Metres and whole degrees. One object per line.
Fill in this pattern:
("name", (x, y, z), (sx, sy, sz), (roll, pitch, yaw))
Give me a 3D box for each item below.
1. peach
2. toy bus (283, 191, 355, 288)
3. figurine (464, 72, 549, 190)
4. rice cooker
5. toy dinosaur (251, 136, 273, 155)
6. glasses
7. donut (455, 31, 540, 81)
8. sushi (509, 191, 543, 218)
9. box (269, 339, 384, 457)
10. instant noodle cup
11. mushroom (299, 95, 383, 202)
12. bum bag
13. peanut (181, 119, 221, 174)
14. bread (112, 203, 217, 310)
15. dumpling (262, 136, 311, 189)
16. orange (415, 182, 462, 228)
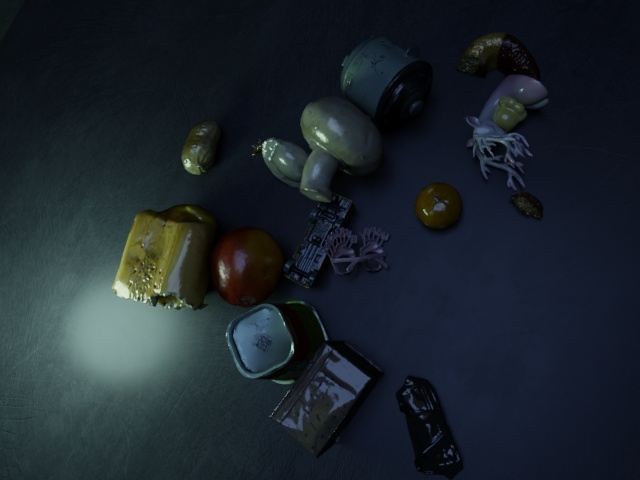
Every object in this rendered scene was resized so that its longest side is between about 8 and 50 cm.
("peach", (-0.253, 0.095, 1.748), (0.280, 0.238, 0.281), (-3, 78, 14))
("toy bus", (0.000, 0.000, 1.754), (0.121, 0.123, 0.336), (25, 87, 18))
("figurine", (0.601, -0.357, 1.615), (0.284, 0.206, 0.316), (43, 99, 30))
("rice cooker", (0.233, -0.533, 1.723), (0.316, 0.264, 0.317), (4, 97, 35))
("toy dinosaur", (-0.230, -0.372, 1.947), (0.113, 0.026, 0.041), (-41, 77, 15))
("glasses", (0.128, 0.029, 1.679), (0.255, 0.095, 0.162), (-5, 85, -22))
("donut", (0.623, -0.629, 1.705), (0.295, 0.112, 0.151), (24, 90, 18))
("sushi", (0.664, -0.114, 1.614), (0.118, 0.061, 0.060), (32, 63, 26))
("box", (0.030, 0.490, 1.591), (0.190, 0.225, 0.297), (37, 92, 20))
("instant noodle cup", (-0.141, 0.328, 1.631), (0.293, 0.308, 0.294), (-3, 79, 16))
("mushroom", (0.076, -0.321, 1.683), (0.315, 0.315, 0.356), (-15, 54, 13))
("bum bag", (0.326, 0.582, 1.564), (0.142, 0.080, 0.326), (-22, 73, 8))
("peanut", (-0.462, -0.367, 1.963), (0.129, 0.129, 0.224), (13, 86, 18))
("bread", (-0.521, 0.056, 1.832), (0.361, 0.250, 0.394), (6, 76, 29))
("dumpling", (-0.111, -0.277, 1.843), (0.247, 0.142, 0.172), (36, 127, -3))
("orange", (0.390, -0.116, 1.663), (0.156, 0.124, 0.156), (-2, 82, 14))
